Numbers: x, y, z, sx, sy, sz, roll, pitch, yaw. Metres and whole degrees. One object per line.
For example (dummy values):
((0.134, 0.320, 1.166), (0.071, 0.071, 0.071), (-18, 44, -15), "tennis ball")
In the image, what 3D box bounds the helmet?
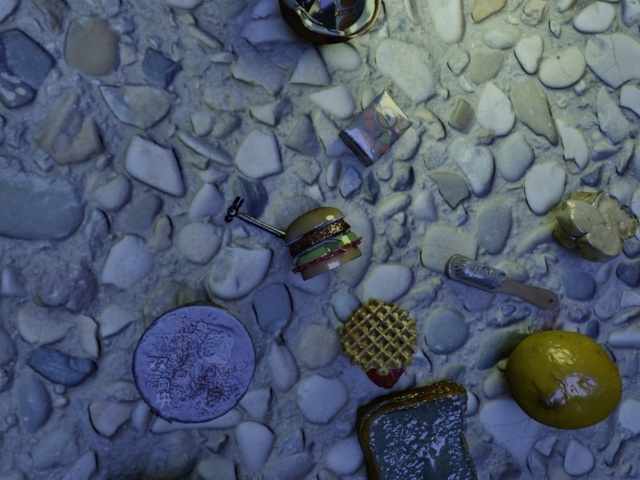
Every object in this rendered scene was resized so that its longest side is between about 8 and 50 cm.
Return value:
((0.007, -0.524, 0.964), (0.224, 0.130, 0.198), (4, 91, -23), "helmet")

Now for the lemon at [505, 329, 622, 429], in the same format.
((0.577, 0.327, 1.037), (0.254, 0.228, 0.228), (4, 89, -18), "lemon")

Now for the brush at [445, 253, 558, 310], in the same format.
((0.472, 0.111, 1.100), (0.328, 0.065, 0.070), (20, 83, -13), "brush")

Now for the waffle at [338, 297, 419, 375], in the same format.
((0.134, 0.215, 0.987), (0.191, 0.038, 0.191), (1, 52, -1), "waffle")

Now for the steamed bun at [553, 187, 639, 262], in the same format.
((0.691, -0.040, 1.128), (0.192, 0.106, 0.177), (38, 69, 3), "steamed bun")

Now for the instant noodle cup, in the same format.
((-0.243, 0.219, 0.869), (0.218, 0.207, 0.217), (0, 91, -13), "instant noodle cup")

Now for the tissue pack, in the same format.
((0.130, -0.262, 1.025), (0.148, 0.060, 0.108), (-45, 97, -10), "tissue pack")

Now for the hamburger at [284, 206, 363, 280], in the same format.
((-0.002, 0.001, 0.947), (0.175, 0.175, 0.136), (-27, 89, -11), "hamburger")

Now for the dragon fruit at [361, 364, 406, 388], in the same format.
((0.150, 0.268, 1.022), (0.106, 0.083, 0.162), (24, 89, -8), "dragon fruit")

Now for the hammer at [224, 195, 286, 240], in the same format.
((-0.126, -0.036, 0.989), (0.178, 0.021, 0.065), (26, 84, -12), "hammer")

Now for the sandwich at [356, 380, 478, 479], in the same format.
((0.232, 0.503, 1.028), (0.271, 0.099, 0.301), (-12, 94, -12), "sandwich")
